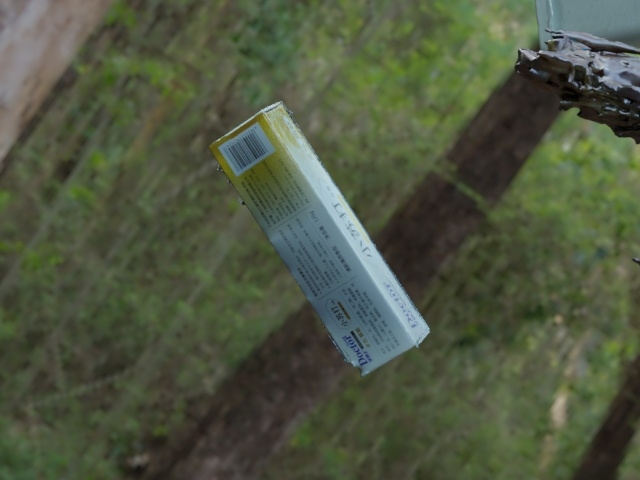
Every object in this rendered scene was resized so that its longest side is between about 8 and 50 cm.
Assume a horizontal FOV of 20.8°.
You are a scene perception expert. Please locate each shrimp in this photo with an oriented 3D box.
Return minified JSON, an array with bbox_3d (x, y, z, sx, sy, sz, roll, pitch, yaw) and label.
[{"bbox_3d":[0.279,-0.064,1.433,0.290,0.222,0.054,24,-29,6],"label":"shrimp"}]

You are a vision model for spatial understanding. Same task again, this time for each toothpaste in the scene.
[{"bbox_3d":[0.000,0.000,1.939,0.313,0.089,0.071,57,20,-2],"label":"toothpaste"}]

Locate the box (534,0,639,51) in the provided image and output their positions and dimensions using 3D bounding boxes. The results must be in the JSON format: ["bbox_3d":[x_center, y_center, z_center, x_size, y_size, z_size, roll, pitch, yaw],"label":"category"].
[{"bbox_3d":[0.367,-0.376,2.193,0.182,0.312,0.175,-5,9,22],"label":"box"}]
